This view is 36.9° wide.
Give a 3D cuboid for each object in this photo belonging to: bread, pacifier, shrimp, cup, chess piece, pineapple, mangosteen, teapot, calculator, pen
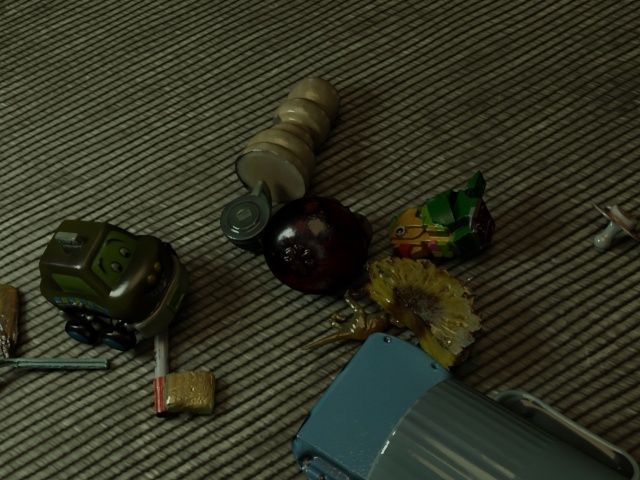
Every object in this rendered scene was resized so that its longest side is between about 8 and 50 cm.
[{"bbox_3d":[-0.211,0.247,1.553,0.083,0.035,0.070,2,54,-13],"label":"bread"},{"bbox_3d":[0.492,-0.017,1.617,0.099,0.081,0.078,38,102,8],"label":"pacifier"},{"bbox_3d":[-0.590,0.152,1.696,0.124,0.034,0.178,-16,53,1],"label":"shrimp"},{"bbox_3d":[0.261,0.336,1.281,0.311,0.257,0.331,30,67,28],"label":"cup"},{"bbox_3d":[-0.047,-0.206,1.801,0.143,0.142,0.261,13,54,18],"label":"chess piece"},{"bbox_3d":[0.185,0.102,1.552,0.135,0.079,0.233,-29,59,-29],"label":"pineapple"},{"bbox_3d":[0.000,0.000,1.631,0.200,0.200,0.200,-5,54,7],"label":"mangosteen"},{"bbox_3d":[-0.113,-0.032,1.709,0.124,0.091,0.092,-44,60,-14],"label":"teapot"},{"bbox_3d":[0.082,0.264,1.488,0.173,0.051,0.293,27,63,27],"label":"calculator"},{"bbox_3d":[-0.268,0.187,1.618,0.028,0.028,0.239,-10,53,3],"label":"pen"}]

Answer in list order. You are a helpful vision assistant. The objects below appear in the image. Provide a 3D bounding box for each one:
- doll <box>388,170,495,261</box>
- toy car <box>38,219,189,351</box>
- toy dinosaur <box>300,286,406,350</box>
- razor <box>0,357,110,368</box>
[{"bbox_3d":[0.206,-0.029,1.641,0.186,0.106,0.134,-23,47,14],"label":"doll"},{"bbox_3d":[-0.367,0.051,1.612,0.248,0.198,0.204,6,58,30],"label":"toy car"},{"bbox_3d":[0.064,0.151,1.580,0.126,0.039,0.162,29,66,25],"label":"toy dinosaur"},{"bbox_3d":[-0.463,0.210,1.626,0.211,0.084,0.036,-2,26,-3],"label":"razor"}]
